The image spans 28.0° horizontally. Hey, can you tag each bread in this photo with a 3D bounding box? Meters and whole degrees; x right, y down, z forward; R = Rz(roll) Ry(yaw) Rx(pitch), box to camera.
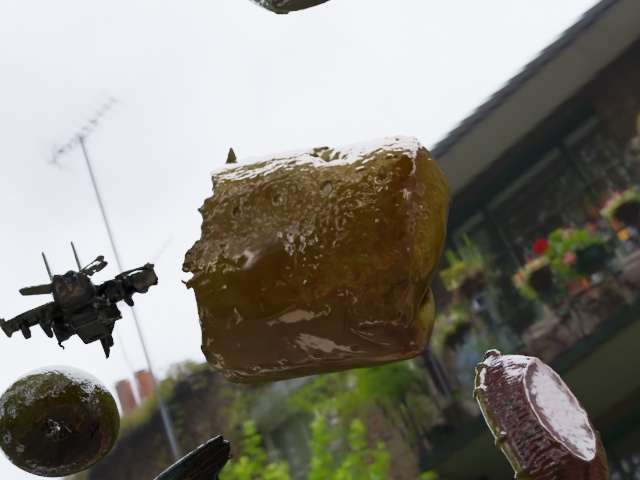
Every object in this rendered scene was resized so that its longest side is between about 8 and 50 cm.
[{"bbox_3d":[0.000,0.000,1.811,0.394,0.361,0.250,-12,-29,35],"label":"bread"}]

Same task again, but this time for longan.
[{"bbox_3d":[-0.332,0.230,1.620,0.154,0.176,0.145,-30,-78,-13],"label":"longan"}]

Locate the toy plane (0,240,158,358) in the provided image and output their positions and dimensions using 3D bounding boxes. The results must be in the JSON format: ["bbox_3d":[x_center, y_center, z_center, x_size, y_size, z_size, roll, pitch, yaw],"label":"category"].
[{"bbox_3d":[-0.272,0.092,1.523,0.192,0.088,0.262,-21,-32,-4],"label":"toy plane"}]

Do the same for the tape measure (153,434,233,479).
[{"bbox_3d":[-0.224,0.191,0.696,0.351,0.098,0.215,-34,-37,3],"label":"tape measure"}]

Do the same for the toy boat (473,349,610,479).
[{"bbox_3d":[0.249,0.218,1.443,0.141,0.318,0.099,10,-55,-21],"label":"toy boat"}]

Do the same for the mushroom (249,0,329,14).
[{"bbox_3d":[0.046,-0.368,1.626,0.351,0.109,0.097,-18,-9,-11],"label":"mushroom"}]
